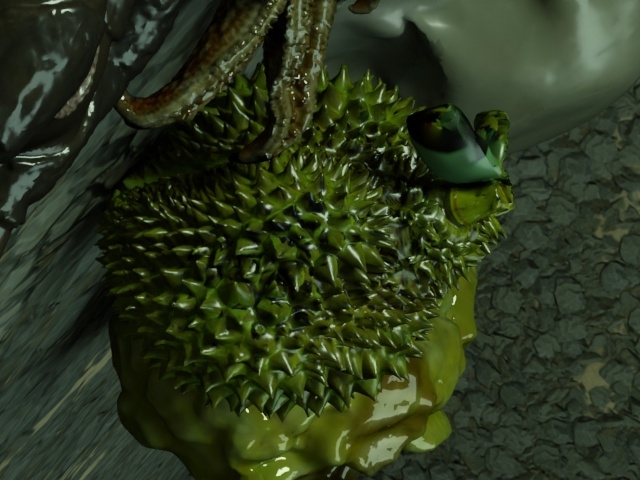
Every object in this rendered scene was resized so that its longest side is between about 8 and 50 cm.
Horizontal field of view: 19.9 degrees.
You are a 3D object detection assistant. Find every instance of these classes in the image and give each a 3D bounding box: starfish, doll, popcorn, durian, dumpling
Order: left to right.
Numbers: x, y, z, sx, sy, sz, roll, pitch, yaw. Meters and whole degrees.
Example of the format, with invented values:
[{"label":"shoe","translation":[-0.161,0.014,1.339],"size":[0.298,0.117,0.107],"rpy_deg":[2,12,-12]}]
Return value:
[{"label":"doll","translation":[-0.079,-0.048,0.478],"size":[0.165,0.057,0.139],"rpy_deg":[-50,175,-19]},{"label":"popcorn","translation":[-0.010,0.068,1.103],"size":[0.235,0.217,0.181],"rpy_deg":[-4,161,-36]},{"label":"durian","translation":[-0.006,-0.002,0.859],"size":[0.198,0.159,0.146],"rpy_deg":[-31,130,-7]},{"label":"starfish","translation":[0.006,-0.125,0.723],"size":[0.238,0.057,0.213],"rpy_deg":[-57,171,24]},{"label":"dumpling","translation":[0.086,-0.109,1.005],"size":[0.204,0.163,0.293],"rpy_deg":[-52,-171,-33]}]
